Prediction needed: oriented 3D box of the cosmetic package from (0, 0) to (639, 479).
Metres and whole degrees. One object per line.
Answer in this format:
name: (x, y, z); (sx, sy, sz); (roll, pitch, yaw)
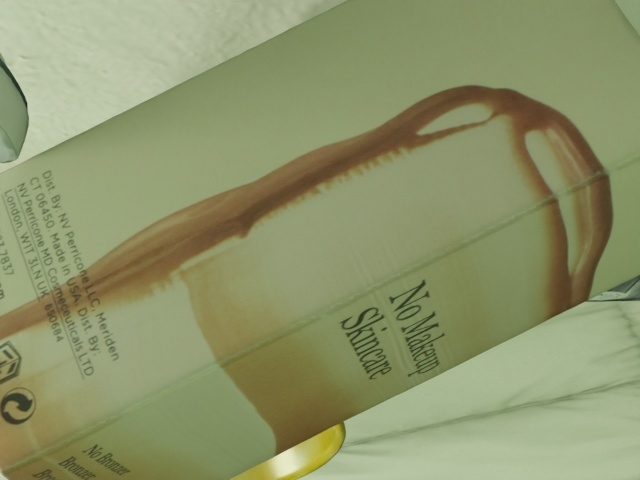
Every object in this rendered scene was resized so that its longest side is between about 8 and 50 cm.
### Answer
cosmetic package: (0.000, 0.000, 0.515); (0.296, 0.129, 0.153); (-27, 154, 1)

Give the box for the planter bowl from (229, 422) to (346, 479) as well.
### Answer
planter bowl: (-0.093, 0.118, 0.880); (0.217, 0.090, 0.217); (-6, 147, -4)

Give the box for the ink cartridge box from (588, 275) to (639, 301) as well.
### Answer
ink cartridge box: (0.266, -0.054, 0.647); (0.165, 0.065, 0.333); (0, 153, -13)

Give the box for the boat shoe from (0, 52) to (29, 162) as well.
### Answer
boat shoe: (-0.163, -0.111, 0.386); (0.095, 0.084, 0.258); (11, 160, 15)
